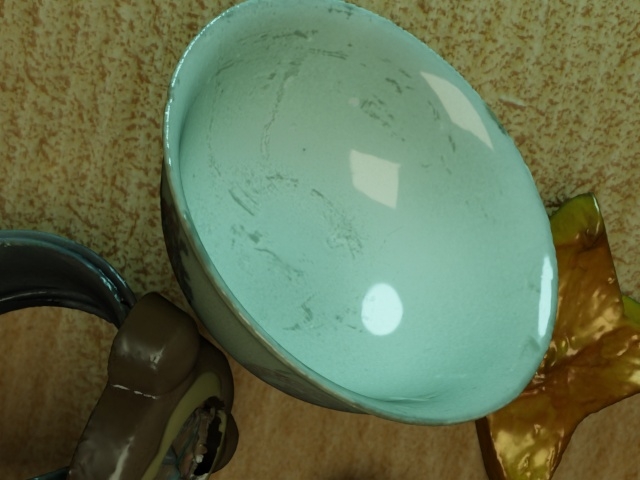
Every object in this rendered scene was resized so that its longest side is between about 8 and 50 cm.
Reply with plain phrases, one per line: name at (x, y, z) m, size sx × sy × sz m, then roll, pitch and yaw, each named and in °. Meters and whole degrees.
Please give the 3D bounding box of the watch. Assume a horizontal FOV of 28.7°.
watch at (-0.276, 0.172, 1.138) m, size 0.327 × 0.314 × 0.335 m, roll 20°, pitch 67°, yaw 13°

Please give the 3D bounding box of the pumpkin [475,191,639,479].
pumpkin at (0.239, 0.129, 1.317) m, size 0.290 × 0.095 × 0.258 m, roll -40°, pitch 106°, yaw 4°

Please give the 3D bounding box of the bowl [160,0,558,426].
bowl at (0.000, 0.000, 1.182) m, size 0.435 × 0.435 × 0.196 m, roll 43°, pitch 135°, yaw -11°
